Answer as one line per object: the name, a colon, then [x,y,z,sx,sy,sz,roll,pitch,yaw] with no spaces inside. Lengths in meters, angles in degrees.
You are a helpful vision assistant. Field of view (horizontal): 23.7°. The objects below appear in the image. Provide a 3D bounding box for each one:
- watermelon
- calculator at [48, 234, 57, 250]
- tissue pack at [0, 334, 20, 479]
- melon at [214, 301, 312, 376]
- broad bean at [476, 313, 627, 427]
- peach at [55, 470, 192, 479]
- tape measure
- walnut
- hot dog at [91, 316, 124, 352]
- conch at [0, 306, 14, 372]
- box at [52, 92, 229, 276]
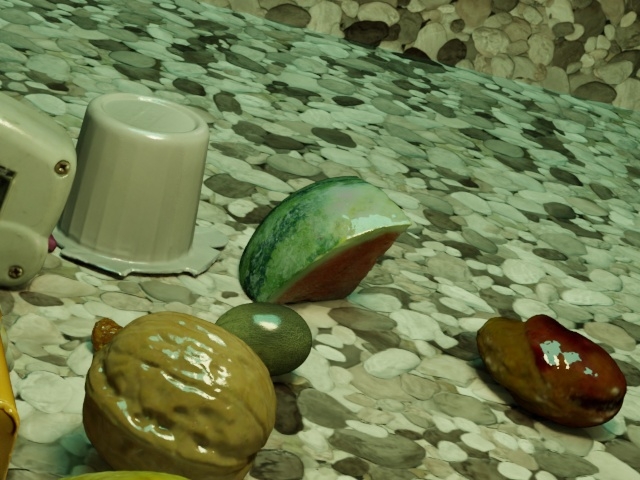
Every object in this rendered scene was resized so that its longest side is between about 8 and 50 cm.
watermelon: [0.000,0.000,2.228,0.176,0.260,0.256,28,37,-9]
calculator: [-0.448,-0.056,2.163,0.126,0.034,0.190,34,6,-43]
tissue pack: [-0.396,0.163,1.507,0.145,0.194,0.274,8,24,-22]
melon: [-0.075,0.127,1.964,0.130,0.098,0.098,10,22,-9]
broad bean: [0.319,0.172,2.115,0.156,0.122,0.228,-8,36,-43]
peach: [-0.181,0.326,1.162,0.314,0.281,0.315,-10,-2,33]
tape measure: [-0.462,-0.067,1.966,0.258,0.265,0.130,18,22,-18]
walnut: [-0.156,0.176,1.648,0.213,0.213,0.213,15,22,-6]
hot dog: [-0.252,0.130,1.909,0.083,0.035,0.058,32,26,32]
conch: [-0.434,0.067,1.706,0.149,0.183,0.275,45,-6,27]
box: [-0.244,-0.088,2.215,0.291,0.206,0.262,2,26,-27]
